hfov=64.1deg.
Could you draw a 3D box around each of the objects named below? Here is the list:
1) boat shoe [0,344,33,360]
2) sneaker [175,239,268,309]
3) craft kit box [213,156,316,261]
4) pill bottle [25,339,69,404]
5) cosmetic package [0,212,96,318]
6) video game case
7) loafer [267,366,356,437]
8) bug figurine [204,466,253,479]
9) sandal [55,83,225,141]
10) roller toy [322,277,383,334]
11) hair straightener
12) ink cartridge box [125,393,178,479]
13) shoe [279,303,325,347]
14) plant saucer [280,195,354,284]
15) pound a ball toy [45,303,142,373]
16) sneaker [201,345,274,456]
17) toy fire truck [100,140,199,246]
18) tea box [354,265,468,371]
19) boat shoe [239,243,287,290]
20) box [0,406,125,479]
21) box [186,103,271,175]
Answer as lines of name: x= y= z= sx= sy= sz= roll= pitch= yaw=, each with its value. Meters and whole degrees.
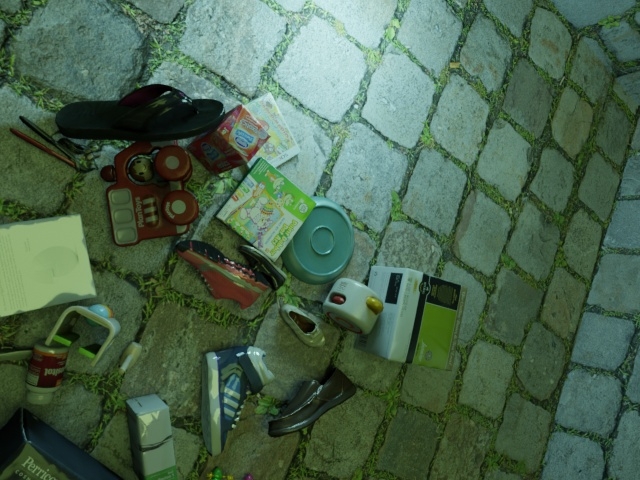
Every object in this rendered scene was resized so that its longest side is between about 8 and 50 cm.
boat shoe: x=-0.810 y=0.290 z=1.323 sx=0.125 sy=0.046 sz=0.038 roll=-5 pitch=55 yaw=-38
sneaker: x=-0.320 y=0.115 z=1.582 sx=0.313 sy=0.116 sz=0.136 roll=31 pitch=99 yaw=-19
craft kit box: x=-0.178 y=-0.100 z=1.673 sx=0.246 sy=0.061 sz=0.250 roll=39 pitch=78 yaw=-22
pill bottle: x=-0.723 y=0.346 z=1.344 sx=0.086 sy=0.086 sz=0.152 roll=13 pitch=92 yaw=-31
cosmetic package: x=-0.726 y=0.059 z=1.317 sx=0.224 sy=0.138 sz=0.224 roll=-12 pitch=96 yaw=-32
video game case: x=-0.196 y=-0.349 z=1.707 sx=0.206 sy=0.026 sz=0.227 roll=-36 pitch=108 yaw=-26
loafer: x=-0.044 y=0.551 z=1.757 sx=0.365 sy=0.134 sz=0.130 roll=-20 pitch=77 yaw=-40
bug figurine: x=-0.298 y=0.844 z=1.616 sx=0.278 sy=0.072 sz=0.217 roll=24 pitch=72 yaw=-24
sandal: x=-0.482 y=-0.346 z=1.365 sx=0.445 sy=0.107 sz=0.168 roll=-4 pitch=48 yaw=-6
roller toy: x=0.117 y=0.226 z=1.797 sx=0.191 sy=0.209 sz=0.146 roll=29 pitch=71 yaw=6
hair straightener: x=-0.704 y=-0.266 z=1.384 sx=0.230 sy=0.047 sz=0.089 roll=33 pitch=74 yaw=-27
ink cartridge box: x=-0.482 y=0.567 z=1.452 sx=0.092 sy=0.160 sz=0.220 roll=-7 pitch=94 yaw=-32
shoe: x=-0.056 y=0.303 z=1.772 sx=0.219 sy=0.058 sz=0.077 roll=45 pitch=68 yaw=-23
plant saucer: x=0.000 y=0.000 z=1.817 sx=0.317 sy=0.043 sz=0.318 roll=0 pitch=89 yaw=-31
pound a ball toy: x=-0.563 y=0.250 z=1.340 sx=0.208 sy=0.319 sz=0.136 roll=31 pitch=75 yaw=-12
sneaker: x=-0.247 y=0.496 z=1.612 sx=0.236 sy=0.130 sz=0.323 roll=0 pitch=85 yaw=-27
toy fire truck: x=-0.488 y=-0.146 z=1.464 sx=0.253 sy=0.169 sz=0.303 roll=-9 pitch=94 yaw=-12
tea box: x=0.343 y=0.291 z=1.922 sx=0.323 sy=0.220 sz=0.329 roll=18 pitch=81 yaw=-29
boat shoe: x=-0.196 y=0.091 z=1.679 sx=0.206 sy=0.075 sz=0.065 roll=43 pitch=66 yaw=-29
box: x=-0.679 y=0.744 z=1.174 sx=0.480 sy=0.297 sz=0.472 roll=49 pitch=65 yaw=-22
box: x=-0.279 y=-0.293 z=1.521 sx=0.128 sy=0.256 sz=0.123 roll=47 pitch=65 yaw=-23
